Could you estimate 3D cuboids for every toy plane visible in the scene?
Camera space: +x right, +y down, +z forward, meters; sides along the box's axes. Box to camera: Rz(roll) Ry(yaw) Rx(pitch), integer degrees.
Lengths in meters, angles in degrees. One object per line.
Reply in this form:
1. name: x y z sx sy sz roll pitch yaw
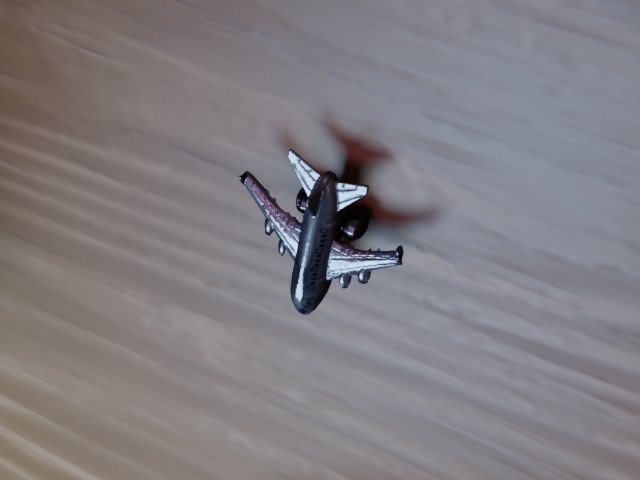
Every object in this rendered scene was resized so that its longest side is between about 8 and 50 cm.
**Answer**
1. toy plane: 0.000 0.000 0.638 0.078 0.031 0.083 28 143 20
